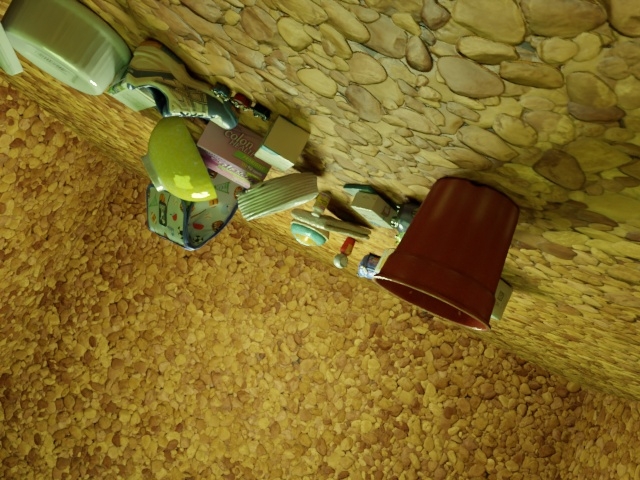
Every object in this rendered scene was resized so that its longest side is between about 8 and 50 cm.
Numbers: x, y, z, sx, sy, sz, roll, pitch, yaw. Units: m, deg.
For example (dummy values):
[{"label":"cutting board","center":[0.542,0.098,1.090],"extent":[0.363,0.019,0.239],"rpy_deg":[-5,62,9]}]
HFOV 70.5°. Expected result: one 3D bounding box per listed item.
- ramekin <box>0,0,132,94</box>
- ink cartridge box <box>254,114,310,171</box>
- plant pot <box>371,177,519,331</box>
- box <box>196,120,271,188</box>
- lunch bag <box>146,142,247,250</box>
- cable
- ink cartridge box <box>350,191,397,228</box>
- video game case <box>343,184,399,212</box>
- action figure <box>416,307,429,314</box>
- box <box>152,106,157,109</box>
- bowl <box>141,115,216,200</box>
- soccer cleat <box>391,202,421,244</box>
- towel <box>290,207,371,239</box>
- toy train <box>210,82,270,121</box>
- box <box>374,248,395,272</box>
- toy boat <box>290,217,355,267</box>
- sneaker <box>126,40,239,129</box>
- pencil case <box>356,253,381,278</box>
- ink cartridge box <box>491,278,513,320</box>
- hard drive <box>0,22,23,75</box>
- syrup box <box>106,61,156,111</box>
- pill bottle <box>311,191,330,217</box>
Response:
[{"label":"ramekin","center":[-0.631,-0.486,1.121],"extent":[0.277,0.135,0.277],"rpy_deg":[25,171,4]},{"label":"ink cartridge box","center":[-0.102,-0.243,1.161],"extent":[0.092,0.090,0.143],"rpy_deg":[29,172,-16]},{"label":"plant pot","center":[0.293,0.024,1.006],"extent":[0.272,0.265,0.272],"rpy_deg":[26,171,5]},{"label":"box","center":[-0.255,-0.262,1.399],"extent":[0.214,0.117,0.243],"rpy_deg":[28,171,-11]},{"label":"lunch bag","center":[-0.486,-0.170,1.726],"extent":[0.328,0.385,0.239],"rpy_deg":[19,169,44]},{"label":"cable","center":[-0.126,-0.137,1.388],"extent":[0.257,0.257,0.089],"rpy_deg":[172,80,-82]},{"label":"ink cartridge box","center":[0.161,-0.088,1.328],"extent":[0.088,0.052,0.122],"rpy_deg":[16,166,47]},{"label":"video game case","center":[0.161,-0.120,1.367],"extent":[0.166,0.015,0.119],"rpy_deg":[33,169,-34]},{"label":"action figure","center":[0.343,0.095,1.207],"extent":[0.185,0.285,0.099],"rpy_deg":[17,144,42]},{"label":"box","center":[-0.520,-0.442,1.409],"extent":[0.162,0.029,0.116],"rpy_deg":[26,172,9]},{"label":"bowl","center":[-0.450,-0.232,1.390],"extent":[0.289,0.156,0.289],"rpy_deg":[58,167,23]},{"label":"soccer cleat","center":[0.283,-0.026,1.318],"extent":[0.121,0.093,0.289],"rpy_deg":[16,168,21]},{"label":"towel","center":[0.047,-0.063,1.707],"extent":[0.282,0.049,0.187],"rpy_deg":[11,-173,-46]},{"label":"toy train","center":[-0.193,-0.335,1.092],"extent":[0.158,0.027,0.036],"rpy_deg":[27,168,-5]},{"label":"box","center":[0.352,0.129,1.932],"extent":[0.203,0.114,0.103],"rpy_deg":[28,172,-8]},{"label":"toy boat","center":[0.000,0.000,2.083],"extent":[0.318,0.148,0.267],"rpy_deg":[27,171,-1]},{"label":"sneaker","center":[-0.340,-0.346,1.121],"extent":[0.296,0.131,0.112],"rpy_deg":[32,168,-40]},{"label":"pencil case","center":[0.318,0.156,2.160],"extent":[0.306,0.119,0.133],"rpy_deg":[18,-169,37]},{"label":"ink cartridge box","center":[0.472,0.144,1.627],"extent":[0.272,0.130,0.309],"rpy_deg":[34,168,-32]},{"label":"hard drive","center":[-0.763,-0.538,0.967],"extent":[0.203,0.040,0.307],"rpy_deg":[43,152,15]},{"label":"syrup box","center":[-0.485,-0.420,1.220],"extent":[0.096,0.093,0.237],"rpy_deg":[33,169,-35]},{"label":"pill bottle","center":[0.000,-0.124,1.576],"extent":[0.043,0.083,0.043],"rpy_deg":[25,171,4]}]
